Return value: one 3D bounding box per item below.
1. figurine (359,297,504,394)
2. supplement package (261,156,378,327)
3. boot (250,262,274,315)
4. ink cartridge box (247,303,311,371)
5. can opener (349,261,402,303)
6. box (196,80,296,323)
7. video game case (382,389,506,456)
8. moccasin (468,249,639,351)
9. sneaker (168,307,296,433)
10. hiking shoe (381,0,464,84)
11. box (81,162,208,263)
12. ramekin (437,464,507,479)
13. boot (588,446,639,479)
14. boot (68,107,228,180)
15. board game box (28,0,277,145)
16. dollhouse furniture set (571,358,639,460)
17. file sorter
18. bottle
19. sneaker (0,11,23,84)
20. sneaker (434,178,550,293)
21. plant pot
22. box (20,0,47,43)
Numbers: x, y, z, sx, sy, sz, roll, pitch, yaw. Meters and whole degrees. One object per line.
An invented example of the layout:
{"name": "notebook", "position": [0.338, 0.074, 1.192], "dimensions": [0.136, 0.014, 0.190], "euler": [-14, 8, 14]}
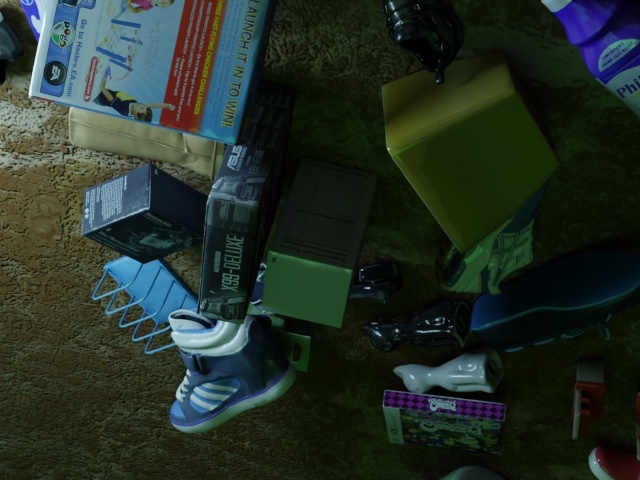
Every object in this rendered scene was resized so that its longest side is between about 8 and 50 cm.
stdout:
{"name": "figurine", "position": [0.206, 0.211, 1.856], "dimensions": [0.209, 0.092, 0.215], "euler": [-13, 127, 34]}
{"name": "supplement package", "position": [0.000, 0.000, 1.608], "dimensions": [0.139, 0.244, 0.133], "euler": [13, 132, 4]}
{"name": "boot", "position": [-0.077, 0.069, 1.807], "dimensions": [0.086, 0.069, 0.190], "euler": [31, 132, -20]}
{"name": "ink cartridge box", "position": [-0.118, 0.177, 1.919], "dimensions": [0.209, 0.062, 0.109], "euler": [12, 133, 5]}
{"name": "can opener", "position": [0.057, 0.090, 1.791], "dimensions": [0.186, 0.059, 0.073], "euler": [-15, 82, 11]}
{"name": "box", "position": [-0.112, -0.063, 1.540], "dimensions": [0.077, 0.307, 0.242], "euler": [12, 133, 1]}
{"name": "video game case", "position": [0.243, 0.360, 1.956], "dimensions": [0.232, 0.041, 0.210], "euler": [5, 151, 10]}
{"name": "moccasin", "position": [0.413, 0.106, 1.688], "dimensions": [0.117, 0.137, 0.342], "euler": [42, 142, -26]}
{"name": "sneaker", "position": [-0.223, 0.222, 1.868], "dimensions": [0.323, 0.130, 0.236], "euler": [-25, 114, 36]}
{"name": "hiking shoe", "position": [0.125, -0.326, 1.374], "dimensions": [0.086, 0.114, 0.227], "euler": [-25, 120, 31]}
{"name": "box", "position": [-0.299, -0.043, 1.717], "dimensions": [0.158, 0.093, 0.156], "euler": [-19, 150, 29]}
{"name": "ramekin", "position": [0.318, 0.609, 2.030], "dimensions": [0.303, 0.303, 0.148], "euler": [34, 123, -15]}
{"name": "boot", "position": [0.656, 0.425, 1.915], "dimensions": [0.244, 0.088, 0.176], "euler": [22, 133, -15]}
{"name": "boot", "position": [-0.270, -0.208, 1.606], "dimensions": [0.270, 0.089, 0.236], "euler": [16, 132, 3]}
{"name": "board game box", "position": [-0.222, -0.315, 1.393], "dimensions": [0.302, 0.086, 0.308], "euler": [14, 97, 3]}
{"name": "dollhouse furniture set", "position": [0.586, 0.298, 1.784], "dimensions": [0.259, 0.135, 0.262], "euler": [4, 131, 12]}
{"name": "file sorter", "position": [-0.331, 0.119, 1.898], "dimensions": [0.118, 0.104, 0.170], "euler": [-21, 123, 30]}
{"name": "bottle", "position": [0.424, -0.262, 1.364], "dimensions": [0.283, 0.092, 0.118], "euler": [37, 131, -18]}
{"name": "sneaker", "position": [-0.573, -0.283, 1.627], "dimensions": [0.234, 0.078, 0.106], "euler": [-26, 117, 30]}
{"name": "sneaker", "position": [0.303, -0.024, 1.619], "dimensions": [0.131, 0.111, 0.296], "euler": [12, 137, -20]}
{"name": "plant pot", "position": [0.227, -0.150, 1.457], "dimensions": [0.187, 0.212, 0.212], "euler": [-29, 119, 18]}
{"name": "box", "position": [-0.370, -0.348, 1.519], "dimensions": [0.137, 0.072, 0.126], "euler": [-2, 130, 16]}
